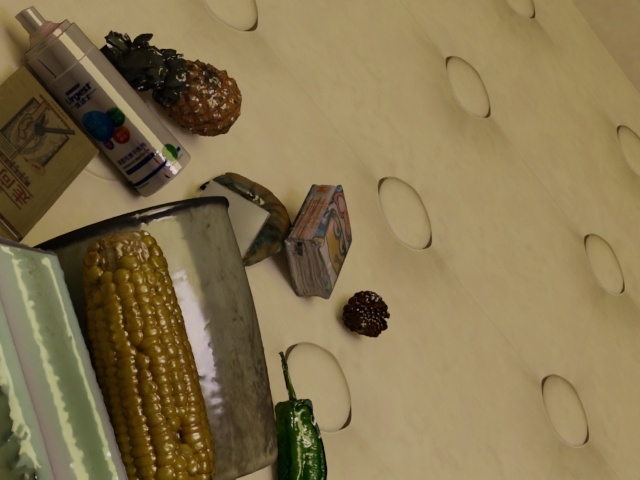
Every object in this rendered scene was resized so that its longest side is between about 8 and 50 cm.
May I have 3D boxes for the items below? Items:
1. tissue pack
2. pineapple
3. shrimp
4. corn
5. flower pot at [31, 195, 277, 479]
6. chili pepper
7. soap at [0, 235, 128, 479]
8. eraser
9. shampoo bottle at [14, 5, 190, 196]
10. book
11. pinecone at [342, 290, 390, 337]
[{"bbox_3d":[0.000,0.000,2.141,0.155,0.065,0.115,-65,151,-48],"label":"tissue pack"},{"bbox_3d":[-0.226,-0.236,2.012,0.237,0.119,0.111,23,36,-40],"label":"pineapple"},{"bbox_3d":[-0.121,-0.032,2.066,0.150,0.051,0.217,52,32,-1],"label":"shrimp"},{"bbox_3d":[-0.182,0.150,1.450,0.119,0.119,0.322,-2,80,-52],"label":"corn"},{"bbox_3d":[-0.205,0.142,1.637,0.293,0.293,0.330,-10,81,-54],"label":"flower pot"},{"bbox_3d":[-0.045,0.303,1.901,0.122,0.065,0.279,37,45,-36],"label":"chili pepper"},{"bbox_3d":[-0.360,0.167,1.421,0.156,0.261,0.446,-2,67,-52],"label":"soap"},{"bbox_3d":[-0.147,-0.011,1.978,0.104,0.023,0.150,30,49,0],"label":"eraser"},{"bbox_3d":[-0.309,-0.200,1.901,0.303,0.092,0.092,50,36,-16],"label":"shampoo bottle"},{"bbox_3d":[-0.395,-0.115,1.788,0.161,0.026,0.231,50,36,-16],"label":"book"},{"bbox_3d":[0.072,0.113,2.181,0.077,0.077,0.083,43,28,-24],"label":"pinecone"}]
